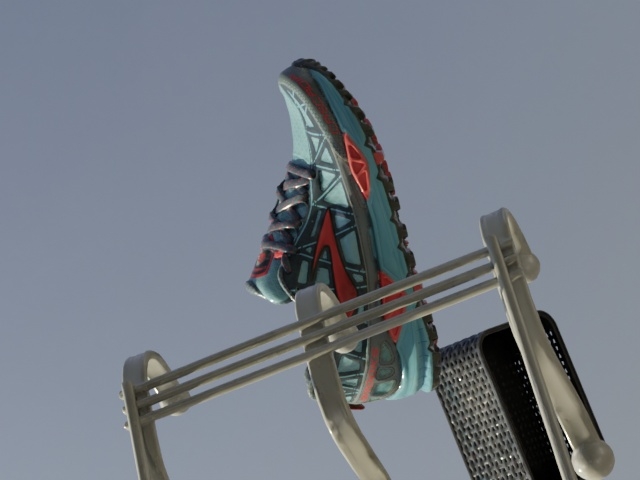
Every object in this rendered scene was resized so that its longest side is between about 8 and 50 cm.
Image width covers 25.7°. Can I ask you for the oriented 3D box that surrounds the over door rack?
[{"bbox_3d":[0.029,0.164,0.680,0.108,0.240,0.324,50,-157,-48],"label":"over door rack"}]

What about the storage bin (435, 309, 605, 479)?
[{"bbox_3d":[0.202,0.176,1.437,0.122,0.084,0.180,-16,-100,-41],"label":"storage bin"}]

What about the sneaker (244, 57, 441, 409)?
[{"bbox_3d":[0.000,0.000,1.018,0.104,0.125,0.261,-162,55,-87],"label":"sneaker"}]
